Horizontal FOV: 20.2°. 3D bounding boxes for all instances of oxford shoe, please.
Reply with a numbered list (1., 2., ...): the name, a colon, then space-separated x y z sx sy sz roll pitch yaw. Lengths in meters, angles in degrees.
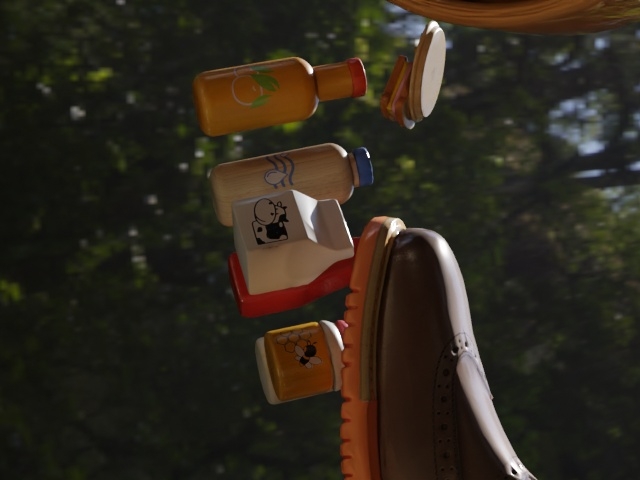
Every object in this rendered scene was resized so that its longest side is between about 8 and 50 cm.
1. oxford shoe: 0.094 0.159 0.866 0.132 0.130 0.364 -13 -96 13

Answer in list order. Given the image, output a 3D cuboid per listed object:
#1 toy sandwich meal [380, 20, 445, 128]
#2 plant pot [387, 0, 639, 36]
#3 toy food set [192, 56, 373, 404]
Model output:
1. toy sandwich meal: 0.070 -0.125 1.352 0.029 0.085 0.086 11 -79 15
2. plant pot: 0.148 -0.231 0.855 0.290 0.203 0.291 -3 -95 39
3. toy food set: 0.000 0.000 1.060 0.111 0.104 0.232 88 -13 -49
